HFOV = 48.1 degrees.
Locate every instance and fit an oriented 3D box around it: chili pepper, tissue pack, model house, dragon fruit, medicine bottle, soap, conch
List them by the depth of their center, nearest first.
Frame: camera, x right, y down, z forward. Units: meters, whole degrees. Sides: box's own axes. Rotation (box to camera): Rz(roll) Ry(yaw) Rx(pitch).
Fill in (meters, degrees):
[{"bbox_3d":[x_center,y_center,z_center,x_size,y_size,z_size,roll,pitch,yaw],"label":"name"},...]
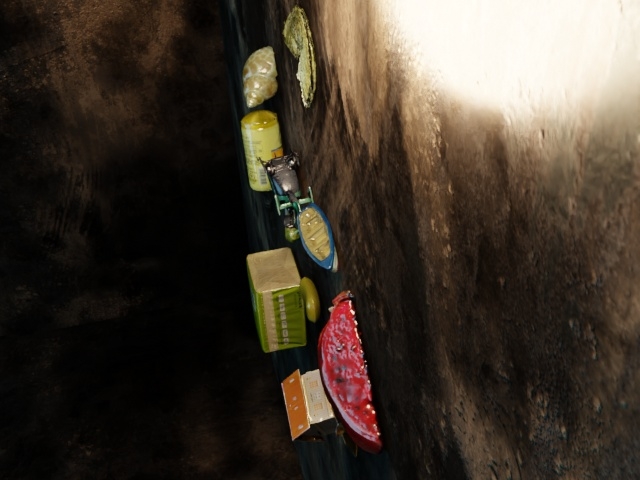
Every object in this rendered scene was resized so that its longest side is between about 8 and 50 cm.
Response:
[{"bbox_3d":[0.052,0.306,1.577,0.282,0.100,0.343,92,166,-69],"label":"dragon fruit"},{"bbox_3d":[-0.010,0.423,1.736,0.207,0.136,0.219,60,-166,-56],"label":"model house"},{"bbox_3d":[-0.028,0.166,2.018,0.140,0.045,0.089,-111,17,-51],"label":"soap"},{"bbox_3d":[-0.172,-0.463,2.027,0.116,0.106,0.173,27,115,55],"label":"conch"},{"bbox_3d":[-0.171,-0.276,2.171,0.124,0.124,0.239,-120,23,-64],"label":"medicine bottle"},{"bbox_3d":[-0.091,-0.023,2.201,0.208,0.043,0.049,-141,29,-76],"label":"chili pepper"},{"bbox_3d":[-0.141,0.197,2.357,0.200,0.167,0.274,-109,12,-50],"label":"tissue pack"}]

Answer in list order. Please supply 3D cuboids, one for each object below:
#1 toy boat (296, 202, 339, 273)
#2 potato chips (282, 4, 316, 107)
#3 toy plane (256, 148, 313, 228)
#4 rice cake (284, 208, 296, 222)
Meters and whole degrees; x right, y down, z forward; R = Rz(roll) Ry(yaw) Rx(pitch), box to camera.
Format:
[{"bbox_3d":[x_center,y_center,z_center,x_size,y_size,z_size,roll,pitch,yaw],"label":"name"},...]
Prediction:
[{"bbox_3d":[0.000,0.000,1.639,0.046,0.080,0.229,42,-165,-40],"label":"toy boat"},{"bbox_3d":[-0.043,-0.410,1.553,0.220,0.029,0.202,-115,17,-46],"label":"potato chips"},{"bbox_3d":[-0.086,-0.136,1.897,0.381,0.106,0.155,-123,18,-64],"label":"toy plane"},{"bbox_3d":[-0.098,-0.139,2.140,0.042,0.030,0.180,-123,25,-75],"label":"rice cake"}]
